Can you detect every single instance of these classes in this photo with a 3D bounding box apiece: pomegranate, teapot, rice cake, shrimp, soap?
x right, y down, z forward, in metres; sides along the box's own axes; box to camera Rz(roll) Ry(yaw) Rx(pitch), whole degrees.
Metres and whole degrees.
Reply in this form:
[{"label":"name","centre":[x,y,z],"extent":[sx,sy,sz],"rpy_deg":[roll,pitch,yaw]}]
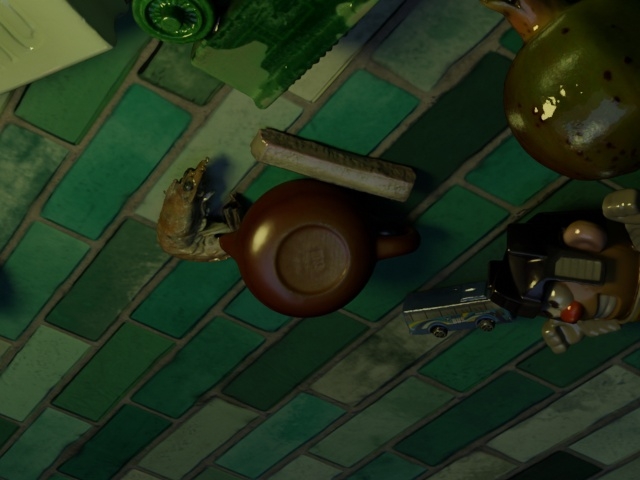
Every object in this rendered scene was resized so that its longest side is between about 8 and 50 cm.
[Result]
[{"label":"pomegranate","centre":[0.260,-0.168,1.270],"extent":[0.246,0.198,0.198],"rpy_deg":[36,135,-26]},{"label":"teapot","centre":[0.000,0.000,1.610],"extent":[0.252,0.135,0.178],"rpy_deg":[-5,114,-10]},{"label":"rice cake","centre":[0.015,-0.092,1.548],"extent":[0.207,0.036,0.047],"rpy_deg":[14,130,-5]},{"label":"shrimp","centre":[-0.146,-0.033,1.650],"extent":[0.126,0.047,0.223],"rpy_deg":[8,148,-8]},{"label":"soap","centre":[-0.363,-0.245,1.397],"extent":[0.265,0.087,0.160],"rpy_deg":[-16,136,29]}]

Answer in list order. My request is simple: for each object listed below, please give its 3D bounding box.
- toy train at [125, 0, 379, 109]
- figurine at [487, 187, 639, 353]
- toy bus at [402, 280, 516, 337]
[{"label":"toy train","centre":[-0.064,-0.271,1.253],"extent":[0.202,0.145,0.266],"rpy_deg":[26,140,-24]},{"label":"figurine","centre":[0.347,0.040,1.552],"extent":[0.308,0.143,0.308],"rpy_deg":[2,124,3]},{"label":"toy bus","centre":[0.188,0.092,1.729],"extent":[0.153,0.051,0.061],"rpy_deg":[-11,132,25]}]
